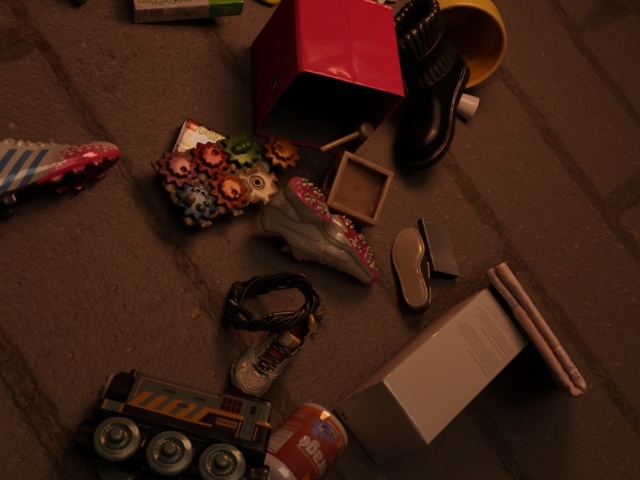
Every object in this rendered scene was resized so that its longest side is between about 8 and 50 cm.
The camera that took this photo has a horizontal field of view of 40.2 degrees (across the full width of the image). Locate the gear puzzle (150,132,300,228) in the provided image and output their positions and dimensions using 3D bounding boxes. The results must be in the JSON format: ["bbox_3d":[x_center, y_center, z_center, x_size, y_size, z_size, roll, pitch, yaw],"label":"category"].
[{"bbox_3d":[-0.168,-0.146,1.808,0.339,0.044,0.175,-23,77,-37],"label":"gear puzzle"}]

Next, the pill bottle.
[{"bbox_3d":[-0.057,0.402,1.573,0.121,0.121,0.216,48,52,1],"label":"pill bottle"}]

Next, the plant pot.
[{"bbox_3d":[0.341,-0.560,2.267,0.254,0.254,0.239,21,41,-19],"label":"plant pot"}]

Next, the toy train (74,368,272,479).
[{"bbox_3d":[-0.234,0.327,1.468,0.334,0.142,0.190,14,49,3],"label":"toy train"}]

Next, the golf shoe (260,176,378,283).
[{"bbox_3d":[0.000,0.000,1.846,0.306,0.140,0.115,45,19,-27],"label":"golf shoe"}]

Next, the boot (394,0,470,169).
[{"bbox_3d":[0.227,-0.369,2.056,0.260,0.131,0.348,47,55,-50],"label":"boot"}]

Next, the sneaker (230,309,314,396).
[{"bbox_3d":[-0.092,0.209,1.677,0.088,0.093,0.225,42,52,-4],"label":"sneaker"}]

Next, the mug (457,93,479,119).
[{"bbox_3d":[0.369,-0.355,2.285,0.064,0.078,0.062,22,88,-8],"label":"mug"}]

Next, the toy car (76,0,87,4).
[{"bbox_3d":[-0.526,-0.628,1.863,0.155,0.149,0.188,32,40,-27],"label":"toy car"}]

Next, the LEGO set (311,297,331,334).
[{"bbox_3d":[-0.010,0.156,1.802,0.054,0.023,0.083,43,65,0],"label":"LEGO set"}]

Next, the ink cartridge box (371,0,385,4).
[{"bbox_3d":[0.071,-0.705,2.210,0.275,0.060,0.239,55,53,-26],"label":"ink cartridge box"}]

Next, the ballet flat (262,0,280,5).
[{"bbox_3d":[-0.185,-0.652,2.103,0.231,0.077,0.077,28,55,-14],"label":"ballet flat"}]

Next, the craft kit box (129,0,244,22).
[{"bbox_3d":[-0.324,-0.615,1.985,0.250,0.061,0.246,-10,72,-20],"label":"craft kit box"}]

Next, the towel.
[{"bbox_3d":[0.467,0.194,1.909,0.317,0.053,0.332,58,8,11],"label":"towel"}]

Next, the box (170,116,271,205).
[{"bbox_3d":[-0.212,-0.167,1.848,0.207,0.036,0.114,25,54,-16],"label":"box"}]

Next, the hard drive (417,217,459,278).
[{"bbox_3d":[0.272,0.018,2.021,0.094,0.022,0.135,13,57,-44],"label":"hard drive"}]

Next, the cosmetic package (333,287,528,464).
[{"bbox_3d":[0.225,0.269,1.763,0.365,0.197,0.155,-36,87,-37],"label":"cosmetic package"}]

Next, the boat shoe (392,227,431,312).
[{"bbox_3d":[0.209,0.069,1.963,0.065,0.075,0.206,54,26,-54],"label":"boat shoe"}]

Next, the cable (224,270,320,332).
[{"bbox_3d":[-0.093,0.119,1.693,0.184,0.047,0.150,1,37,10],"label":"cable"}]

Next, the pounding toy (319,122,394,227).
[{"bbox_3d":[0.061,-0.157,1.929,0.181,0.094,0.206,22,80,-18],"label":"pounding toy"}]

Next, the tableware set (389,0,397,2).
[{"bbox_3d":[0.128,-0.694,2.345,0.169,0.020,0.141,-12,72,-36],"label":"tableware set"}]

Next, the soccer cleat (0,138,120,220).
[{"bbox_3d":[-0.528,-0.143,1.601,0.331,0.116,0.143,-28,81,-37],"label":"soccer cleat"}]

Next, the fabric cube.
[{"bbox_3d":[0.007,-0.381,1.954,0.259,0.254,0.258,10,60,-25],"label":"fabric cube"}]
